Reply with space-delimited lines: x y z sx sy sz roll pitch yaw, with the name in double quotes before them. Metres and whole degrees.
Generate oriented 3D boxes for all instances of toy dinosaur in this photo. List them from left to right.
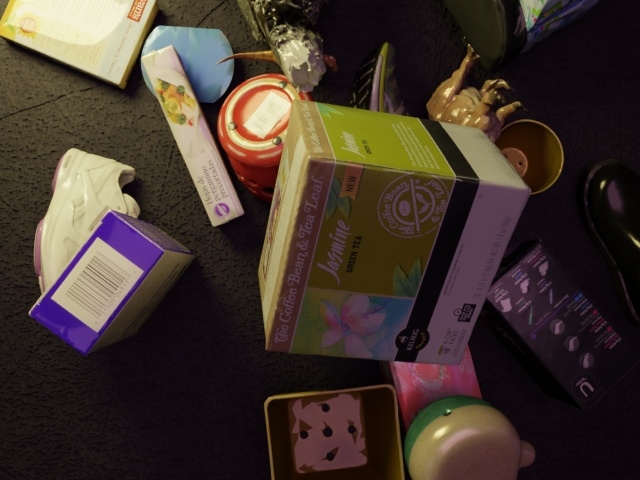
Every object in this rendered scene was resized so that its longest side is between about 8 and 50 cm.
"toy dinosaur" -0.073 -0.333 1.289 0.211 0.112 0.064 1 92 3
"toy dinosaur" 0.242 -0.208 1.259 0.127 0.296 0.200 27 123 -35

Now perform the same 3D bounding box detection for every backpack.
"backpack" 0.410 -0.516 1.278 0.355 0.273 0.290 -24 82 -17

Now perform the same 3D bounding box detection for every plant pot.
"plant pot" -0.077 -0.179 1.226 0.191 0.174 0.191 -5 69 13
"plant pot" 0.020 0.349 1.227 0.212 0.187 0.212 -6 87 -4
"plant pot" 0.363 -0.146 1.316 0.134 0.095 0.134 0 88 -4

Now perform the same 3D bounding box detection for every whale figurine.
"whale figurine" 0.232 0.364 1.134 0.216 0.141 0.272 -26 114 -4

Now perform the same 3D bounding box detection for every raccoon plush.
"raccoon plush" 0.016 -0.442 1.220 0.299 0.216 0.446 -24 67 -4

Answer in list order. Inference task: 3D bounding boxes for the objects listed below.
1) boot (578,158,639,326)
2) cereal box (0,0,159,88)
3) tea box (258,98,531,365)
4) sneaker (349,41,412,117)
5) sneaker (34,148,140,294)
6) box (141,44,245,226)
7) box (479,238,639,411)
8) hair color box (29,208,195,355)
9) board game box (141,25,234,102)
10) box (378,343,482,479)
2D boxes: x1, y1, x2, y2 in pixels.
"boot" 0.599 0.007 1.241 0.131 0.260 0.348 -23 89 -4
"cereal box" -0.437 -0.401 1.300 0.240 0.047 0.173 23 86 -3
"tea box" 0.089 -0.007 1.102 0.323 0.220 0.329 6 120 -12
"sneaker" 0.126 -0.213 1.312 0.121 0.111 0.300 2 88 -22
"sneaker" -0.392 -0.025 1.214 0.152 0.114 0.305 10 59 -11
"box" -0.225 -0.184 1.279 0.063 0.067 0.324 -23 96 -1
"box" 0.398 0.146 1.270 0.143 0.165 0.270 -41 90 -5
"hair color box" -0.313 0.063 1.141 0.110 0.339 0.185 37 86 1
"board game box" -0.242 -0.321 1.318 0.168 0.033 0.133 3 95 -2
"box" 0.207 0.314 1.257 0.142 0.154 0.300 -14 88 -4
